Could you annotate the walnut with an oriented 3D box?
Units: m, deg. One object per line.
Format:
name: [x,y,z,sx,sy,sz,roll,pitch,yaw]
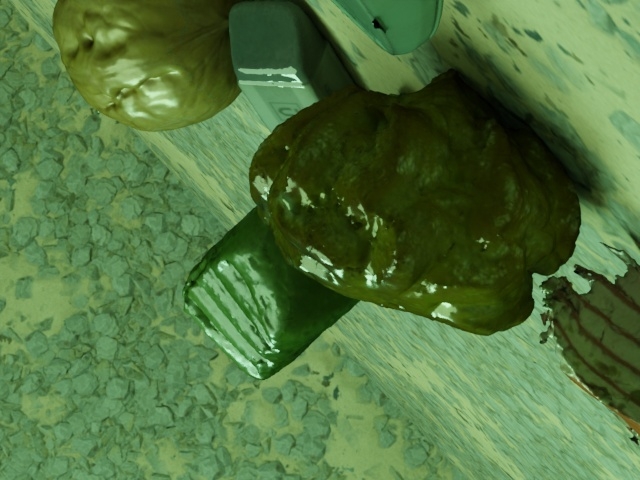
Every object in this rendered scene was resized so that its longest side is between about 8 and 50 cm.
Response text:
walnut: [-0.156,-0.205,1.625,0.221,0.195,0.195,-1,136,51]

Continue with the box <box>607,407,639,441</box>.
box: [0.320,0.187,1.695,0.083,0.012,0.046,45,174,1]

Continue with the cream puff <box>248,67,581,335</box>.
cream puff: [0.072,-0.022,1.259,0.244,0.196,0.244,46,175,5]

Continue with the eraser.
eraser: [0.011,-0.102,1.621,0.089,0.061,0.352,6,149,33]

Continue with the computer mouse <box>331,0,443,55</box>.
computer mouse: [0.019,-0.203,0.991,0.159,0.097,0.288,44,-176,9]

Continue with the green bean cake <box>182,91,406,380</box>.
green bean cake: [0.000,0.000,1.471,0.125,0.248,0.222,46,152,1]

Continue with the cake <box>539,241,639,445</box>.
cake: [0.264,0.115,1.264,0.287,0.098,0.135,45,177,-15]

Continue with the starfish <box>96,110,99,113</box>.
starfish: [-0.208,-0.242,1.774,0.043,0.227,0.240,-16,119,32]
